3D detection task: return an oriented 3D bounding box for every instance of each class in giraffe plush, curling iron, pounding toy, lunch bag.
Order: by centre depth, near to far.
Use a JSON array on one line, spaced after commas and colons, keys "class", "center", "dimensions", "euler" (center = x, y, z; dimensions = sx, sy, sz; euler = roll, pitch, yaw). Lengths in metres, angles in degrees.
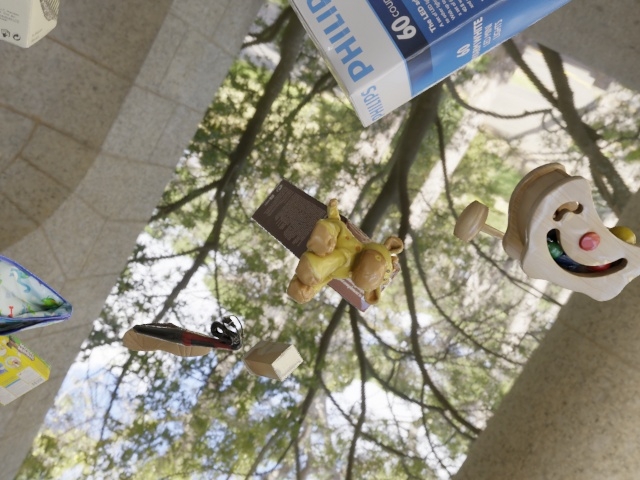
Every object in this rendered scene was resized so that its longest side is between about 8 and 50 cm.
[{"class": "lunch bag", "center": [-0.425, 0.081, 0.754], "dimensions": [0.129, 0.096, 0.151], "euler": [-14, 149, 38]}, {"class": "pounding toy", "center": [0.341, -0.034, 0.847], "dimensions": [0.269, 0.154, 0.155], "euler": [18, -159, -14]}, {"class": "giraffe plush", "center": [0.056, 0.042, 1.071], "dimensions": [0.170, 0.181, 0.210], "euler": [25, -143, 2]}, {"class": "curling iron", "center": [-0.261, 0.179, 1.130], "dimensions": [0.274, 0.068, 0.035], "euler": [-3, 179, 29]}]

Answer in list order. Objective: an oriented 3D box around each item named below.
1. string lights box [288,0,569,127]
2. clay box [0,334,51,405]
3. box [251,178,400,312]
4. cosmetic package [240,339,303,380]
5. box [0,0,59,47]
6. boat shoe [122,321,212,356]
[{"class": "string lights box", "center": [0.105, -0.211, 0.402], "dimensions": [0.133, 0.260, 0.077], "euler": [61, -171, 11]}, {"class": "clay box", "center": [-0.738, 0.263, 1.285], "dimensions": [0.222, 0.127, 0.053], "euler": [57, -176, -30]}, {"class": "box", "center": [0.000, 0.000, 1.347], "dimensions": [0.191, 0.143, 0.381], "euler": [41, 176, -30]}, {"class": "cosmetic package", "center": [-0.092, 0.222, 1.066], "dimensions": [0.115, 0.060, 0.041], "euler": [-8, 117, 52]}, {"class": "box", "center": [-0.384, -0.401, 0.727], "dimensions": [0.094, 0.275, 0.113], "euler": [19, -144, -13]}, {"class": "boat shoe", "center": [-0.491, 0.313, 1.868], "dimensions": [0.285, 0.103, 0.092], "euler": [3, -155, -2]}]
